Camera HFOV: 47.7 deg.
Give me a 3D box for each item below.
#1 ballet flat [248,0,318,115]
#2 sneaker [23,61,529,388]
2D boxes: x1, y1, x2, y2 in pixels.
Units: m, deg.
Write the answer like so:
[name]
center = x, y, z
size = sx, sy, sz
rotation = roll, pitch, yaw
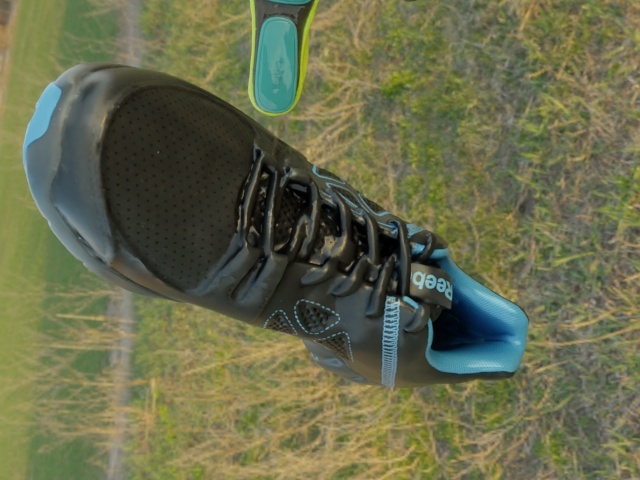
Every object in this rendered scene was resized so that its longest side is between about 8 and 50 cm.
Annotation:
[ballet flat]
center = -0.039, -0.250, 0.774
size = 0.077, 0.077, 0.231
rotation = -97, 17, -67
[sneaker]
center = 0.000, 0.000, 0.426
size = 0.140, 0.341, 0.125
rotation = 0, 68, 44
